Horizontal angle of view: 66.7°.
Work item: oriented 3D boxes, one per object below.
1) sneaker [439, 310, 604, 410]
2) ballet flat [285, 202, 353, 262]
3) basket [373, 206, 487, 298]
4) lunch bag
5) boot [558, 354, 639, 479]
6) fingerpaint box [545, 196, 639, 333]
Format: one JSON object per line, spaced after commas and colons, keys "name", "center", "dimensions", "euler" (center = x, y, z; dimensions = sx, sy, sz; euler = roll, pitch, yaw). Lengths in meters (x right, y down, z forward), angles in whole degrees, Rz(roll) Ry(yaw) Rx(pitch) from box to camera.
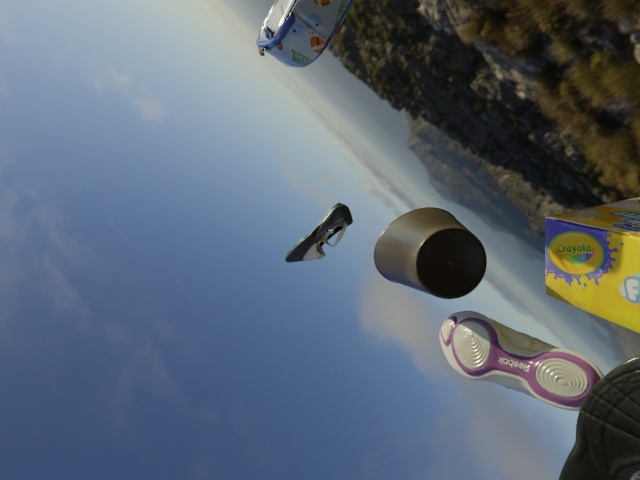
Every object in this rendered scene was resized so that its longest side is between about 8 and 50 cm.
{"name": "sneaker", "center": [0.346, 0.219, 0.852], "dimensions": [0.152, 0.114, 0.305], "euler": [29, 175, -41]}
{"name": "ballet flat", "center": [0.000, 0.000, 1.148], "dimensions": [0.074, 0.203, 0.074], "euler": [42, -165, -14]}
{"name": "basket", "center": [0.217, 0.027, 0.948], "dimensions": [0.154, 0.204, 0.227], "euler": [59, -178, -8]}
{"name": "lunch bag", "center": [-0.022, -0.499, 0.998], "dimensions": [0.115, 0.303, 0.243], "euler": [28, -170, -27]}
{"name": "boot", "center": [0.379, 0.213, 0.571], "dimensions": [0.179, 0.236, 0.085], "euler": [-9, -149, -35]}
{"name": "fingerpaint box", "center": [0.638, 0.040, 0.719], "dimensions": [0.445, 0.371, 0.163], "euler": [-147, 48, -70]}
